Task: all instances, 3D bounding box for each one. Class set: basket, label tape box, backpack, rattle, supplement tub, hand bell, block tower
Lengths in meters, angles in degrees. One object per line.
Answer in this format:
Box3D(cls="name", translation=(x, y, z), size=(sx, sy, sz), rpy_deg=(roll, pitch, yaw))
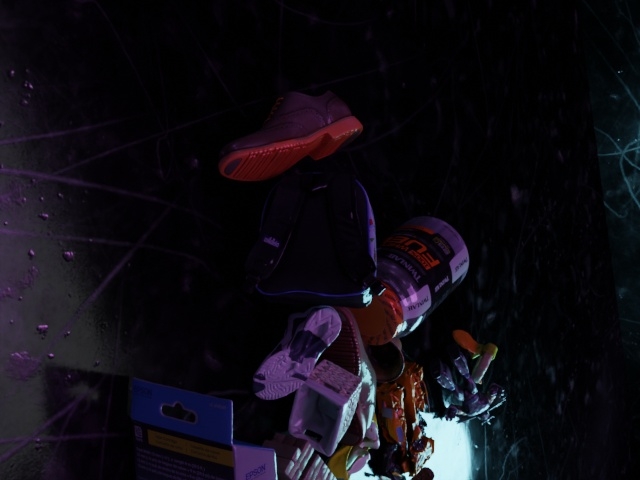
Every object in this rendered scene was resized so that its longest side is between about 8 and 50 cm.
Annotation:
Box3D(cls="basket", translation=(0.013, 0.352, 1.730), size=(0.103, 0.113, 0.167), rpy_deg=(-41, 151, -48))
Box3D(cls="label tape box", translation=(-0.196, 0.407, 1.383), size=(0.115, 0.249, 0.348), rpy_deg=(-10, 100, -52))
Box3D(cls="backpack", translation=(0.000, 0.000, 1.629), size=(0.213, 0.276, 0.263), rpy_deg=(71, 23, -74))
Box3D(cls="rattle", translation=(0.435, 0.361, 2.414), size=(0.200, 0.142, 0.130), rpy_deg=(99, 3, -65))
Box3D(cls="supplement tub", translation=(0.192, 0.094, 1.922), size=(0.338, 0.207, 0.207), rpy_deg=(-37, 121, -47))
Box3D(cls="hand bell", translation=(0.182, 0.240, 2.030), size=(0.242, 0.126, 0.126), rpy_deg=(-42, 125, -59))
Box3D(cls="block tower", translation=(-0.018, 0.546, 1.760), size=(0.091, 0.097, 0.335), rpy_deg=(-57, 135, -33))

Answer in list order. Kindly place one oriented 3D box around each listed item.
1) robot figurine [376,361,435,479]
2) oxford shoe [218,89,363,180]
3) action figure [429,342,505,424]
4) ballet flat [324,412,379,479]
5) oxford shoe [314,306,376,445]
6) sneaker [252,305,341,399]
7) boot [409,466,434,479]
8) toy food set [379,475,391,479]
Box3D(cls="robot figurine", translation=(0.221, 0.472, 2.082), size=(0.211, 0.085, 0.291), rpy_deg=(-34, 118, -47))
Box3D(cls="oxford shoe", translation=(-0.079, -0.218, 1.647), size=(0.363, 0.130, 0.133), rpy_deg=(-23, 78, -43))
Box3D(cls="action figure", translation=(0.411, 0.429, 2.292), size=(0.185, 0.099, 0.285), rpy_deg=(-35, 116, 3))
Box3D(cls="ballet flat", translation=(0.094, 0.487, 1.918), size=(0.231, 0.077, 0.077), rpy_deg=(-43, 124, -43))
Box3D(cls="oxford shoe", translation=(0.059, 0.288, 1.843), size=(0.130, 0.123, 0.348), rpy_deg=(-40, 132, -53))
Box3D(cls="sneaker", translation=(-0.051, 0.223, 1.701), size=(0.094, 0.153, 0.235), rpy_deg=(35, 94, -5))
Box3D(cls="boot", translation=(0.230, 0.664, 2.127), size=(0.158, 0.059, 0.085), rpy_deg=(-30, 154, -27))
Box3D(cls="toy food set", translation=(0.137, 0.649, 2.038), size=(0.078, 0.019, 0.122), rpy_deg=(34, 73, -48))
